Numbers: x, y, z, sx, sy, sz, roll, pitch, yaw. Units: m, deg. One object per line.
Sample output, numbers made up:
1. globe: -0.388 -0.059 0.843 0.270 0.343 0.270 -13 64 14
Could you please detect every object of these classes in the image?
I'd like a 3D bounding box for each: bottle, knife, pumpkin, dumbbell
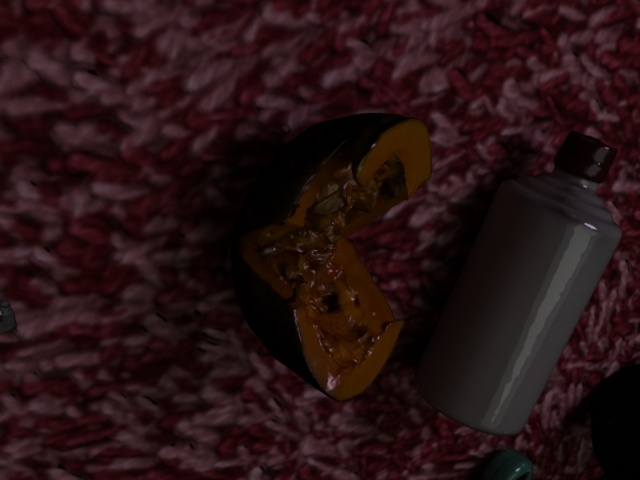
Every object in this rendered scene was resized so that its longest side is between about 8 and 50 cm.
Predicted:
1. bottle: 0.167 0.030 0.700 0.104 0.104 0.245 10 108 -38
2. knife: 0.194 0.315 0.934 0.063 0.035 0.260 -28 134 -28
3. pumpkin: 0.000 0.000 0.565 0.119 0.108 0.183 -4 111 -56
4. dumbbell: 0.375 0.255 0.940 0.153 0.152 0.218 -31 128 -17

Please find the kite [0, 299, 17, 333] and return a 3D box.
1. kite: -0.299 0.086 0.468 0.268 0.013 0.322 -22 128 -22
